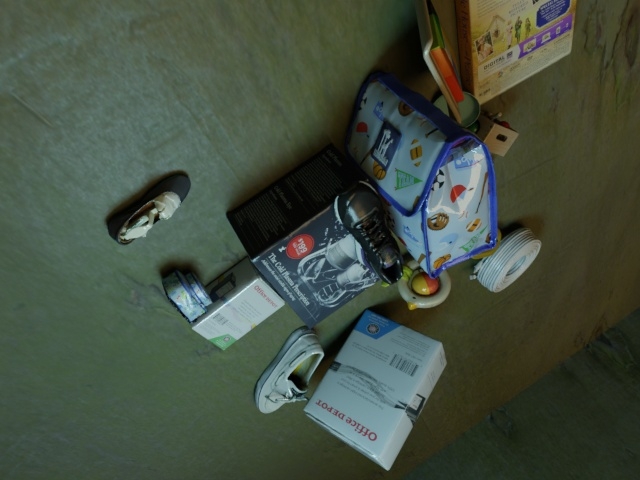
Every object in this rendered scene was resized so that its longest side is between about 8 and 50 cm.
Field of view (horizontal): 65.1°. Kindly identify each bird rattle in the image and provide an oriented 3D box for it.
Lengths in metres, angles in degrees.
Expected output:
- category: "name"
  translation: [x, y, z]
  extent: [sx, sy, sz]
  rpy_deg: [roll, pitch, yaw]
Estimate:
- category: "bird rattle"
  translation: [0.317, 0.110, 1.550]
  extent: [0.253, 0.207, 0.143]
  rpy_deg: [-12, 152, -11]

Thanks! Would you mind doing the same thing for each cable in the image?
- category: "cable"
  translation: [0.674, 0.070, 1.789]
  extent: [0.257, 0.089, 0.257]
  rpy_deg: [10, 121, -52]

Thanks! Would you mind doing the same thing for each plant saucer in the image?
- category: "plant saucer"
  translation: [0.339, -0.331, 1.258]
  extent: [0.119, 0.021, 0.119]
  rpy_deg: [7, 144, 5]

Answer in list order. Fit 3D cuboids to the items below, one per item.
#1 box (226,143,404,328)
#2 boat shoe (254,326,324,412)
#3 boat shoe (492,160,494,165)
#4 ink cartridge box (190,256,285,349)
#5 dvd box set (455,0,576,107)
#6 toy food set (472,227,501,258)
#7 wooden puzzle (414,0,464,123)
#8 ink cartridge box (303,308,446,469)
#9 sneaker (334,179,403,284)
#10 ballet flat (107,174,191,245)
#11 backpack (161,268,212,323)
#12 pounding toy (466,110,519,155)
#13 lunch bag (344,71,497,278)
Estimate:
- category: "box"
  translation: [0.000, 0.000, 1.248]
  extent: [0.312, 0.179, 0.343]
  rpy_deg: [-36, 138, -2]
- category: "boat shoe"
  translation: [-0.089, 0.462, 1.614]
  extent: [0.135, 0.156, 0.367]
  rpy_deg: [13, 118, -40]
- category: "boat shoe"
  translation: [0.456, -0.181, 1.481]
  extent: [0.152, 0.049, 0.056]
  rpy_deg: [-39, 137, 3]
- category: "ink cartridge box"
  translation: [-0.222, 0.167, 1.314]
  extent: [0.212, 0.093, 0.154]
  rpy_deg: [-36, 139, 1]
- category: "dvd box set"
  translation: [0.448, -0.552, 1.139]
  extent: [0.307, 0.062, 0.421]
  rpy_deg: [-31, 138, -5]
- category: "toy food set"
  translation: [0.504, -0.008, 1.660]
  extent: [0.217, 0.071, 0.128]
  rpy_deg: [-6, 102, -34]
- category: "wooden puzzle"
  translation: [0.251, -0.391, 1.047]
  extent: [0.044, 0.221, 0.239]
  rpy_deg: [-15, 145, 22]
- category: "ink cartridge box"
  translation: [0.178, 0.461, 1.587]
  extent: [0.395, 0.285, 0.166]
  rpy_deg: [-54, 143, -22]
- category: "sneaker"
  translation: [0.126, -0.011, 1.098]
  extent: [0.107, 0.124, 0.283]
  rpy_deg: [-36, 137, -5]
- category: "ballet flat"
  translation: [-0.350, -0.057, 1.048]
  extent: [0.203, 0.074, 0.074]
  rpy_deg: [-35, 138, -2]
- category: "backpack"
  translation: [-0.321, 0.124, 1.205]
  extent: [0.084, 0.105, 0.114]
  rpy_deg: [-38, 131, -9]
- category: "pounding toy"
  translation: [0.438, -0.297, 1.306]
  extent: [0.141, 0.130, 0.100]
  rpy_deg: [8, 122, -37]
- category: "lunch bag"
  translation: [0.224, -0.158, 1.148]
  extent: [0.238, 0.328, 0.386]
  rpy_deg: [-28, 139, -8]
